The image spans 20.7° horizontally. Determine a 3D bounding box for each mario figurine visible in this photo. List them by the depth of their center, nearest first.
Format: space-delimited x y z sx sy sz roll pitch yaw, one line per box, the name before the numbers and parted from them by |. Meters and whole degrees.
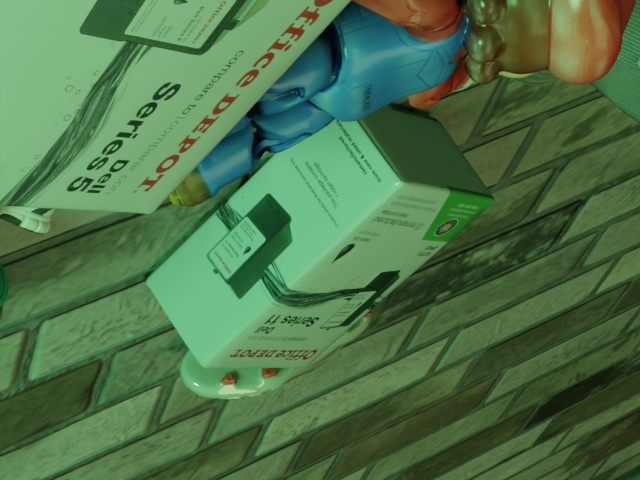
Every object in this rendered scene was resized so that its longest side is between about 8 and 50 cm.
mario figurine | 0.035 -0.144 1.024 0.320 0.170 0.198 -21 -166 -8

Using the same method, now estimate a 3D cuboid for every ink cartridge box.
ink cartridge box | -0.124 -0.119 0.783 0.198 0.115 0.273 -45 157 24
ink cartridge box | 0.000 0.000 1.267 0.208 0.087 0.153 -43 157 22

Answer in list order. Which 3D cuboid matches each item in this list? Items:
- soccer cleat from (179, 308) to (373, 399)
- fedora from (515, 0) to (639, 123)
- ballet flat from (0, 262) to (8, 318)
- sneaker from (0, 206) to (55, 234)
soccer cleat | -0.037 0.093 1.447 0.196 0.068 0.076 -22 159 -37
fedora | 0.278 -0.165 1.277 0.244 0.124 0.275 -15 152 -41
ballet flat | -0.296 0.048 0.915 0.106 0.107 0.316 -30 163 28
sneaker | -0.181 -0.035 1.000 0.043 0.040 0.109 -56 159 8
